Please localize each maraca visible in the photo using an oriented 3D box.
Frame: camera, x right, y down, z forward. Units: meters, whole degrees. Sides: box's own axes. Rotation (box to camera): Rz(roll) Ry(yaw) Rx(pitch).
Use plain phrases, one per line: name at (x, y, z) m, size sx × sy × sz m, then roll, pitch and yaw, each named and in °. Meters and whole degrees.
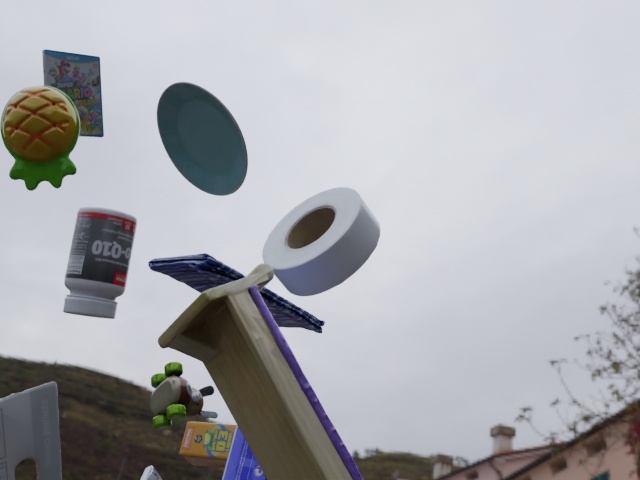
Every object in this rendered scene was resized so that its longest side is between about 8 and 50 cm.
maraca at (-0.465, -0.173, 1.230) m, size 0.127 × 0.185 × 0.099 m, roll -7°, pitch -13°, yaw -7°

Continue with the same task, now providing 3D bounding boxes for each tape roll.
tape roll at (0.000, 0.000, 1.795) m, size 0.286 × 0.286 × 0.100 m, roll -15°, pitch -54°, yaw 35°

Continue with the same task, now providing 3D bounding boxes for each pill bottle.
pill bottle at (-0.595, 0.063, 1.990) m, size 0.161 × 0.283 × 0.161 m, roll 7°, pitch -10°, yaw 1°

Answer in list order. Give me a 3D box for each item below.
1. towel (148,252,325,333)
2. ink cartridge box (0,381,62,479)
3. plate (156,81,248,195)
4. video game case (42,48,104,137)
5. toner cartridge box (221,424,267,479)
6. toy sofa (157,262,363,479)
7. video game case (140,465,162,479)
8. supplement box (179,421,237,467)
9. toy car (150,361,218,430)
towel at (-0.181, 0.120, 1.568) m, size 0.336 × 0.040 × 0.243 m, roll 34°, pitch -23°, yaw -33°
ink cartridge box at (-0.491, 0.330, 0.830) m, size 0.385 × 0.308 × 0.091 m, roll -13°, pitch 25°, yaw -42°
plate at (-0.178, -0.157, 1.139) m, size 0.188 × 0.024 × 0.188 m, roll 23°, pitch -49°, yaw 29°
video game case at (-0.498, -0.294, 1.492) m, size 0.119 × 0.166 × 0.015 m, roll -4°, pitch 2°, yaw -44°
toner cartridge box at (-0.086, 0.409, 1.090) m, size 0.075 × 0.347 × 0.165 m, roll -3°, pitch -38°, yaw 23°
toy sofa at (-0.037, 0.219, 0.961) m, size 0.177 × 0.362 × 0.150 m, roll -18°, pitch -18°, yaw -44°
video game case at (-0.284, 0.496, 1.305) m, size 0.019 × 0.157 × 0.143 m, roll -29°, pitch -78°, yaw 8°
supplement box at (-0.170, 0.428, 1.528) m, size 0.233 × 0.078 × 0.080 m, roll -3°, pitch -32°, yaw 21°
toy car at (-0.370, 0.448, 2.087) m, size 0.188 × 0.155 × 0.149 m, roll 18°, pitch -43°, yaw -37°
